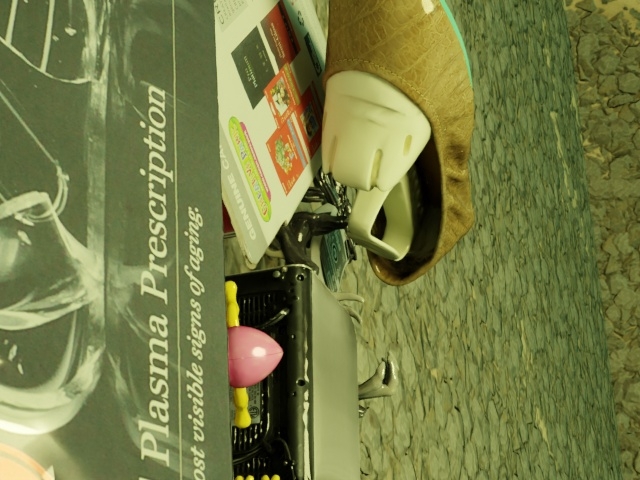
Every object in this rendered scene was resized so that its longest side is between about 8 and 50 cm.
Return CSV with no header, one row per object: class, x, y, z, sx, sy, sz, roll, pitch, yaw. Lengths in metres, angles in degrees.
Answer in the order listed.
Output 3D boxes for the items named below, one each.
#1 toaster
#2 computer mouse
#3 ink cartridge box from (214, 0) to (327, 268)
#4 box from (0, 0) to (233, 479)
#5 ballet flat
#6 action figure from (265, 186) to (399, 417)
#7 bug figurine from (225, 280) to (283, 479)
toaster,-0.064,0.120,0.828,0.110,0.168,0.185,42,42,-59
computer mouse,0.000,0.000,1.213,0.193,0.042,0.106,-61,141,-66
ink cartridge box,-0.111,-0.161,0.886,0.272,0.130,0.309,-63,137,-58
box,-0.197,-0.002,0.409,0.312,0.179,0.343,25,51,-44
ballet flat,0.053,-0.067,0.974,0.124,0.116,0.342,-60,159,-23
action figure,-0.016,0.086,1.006,0.164,0.141,0.275,64,23,-61
bug figurine,-0.114,0.133,0.674,0.072,0.216,0.279,166,-86,-77
